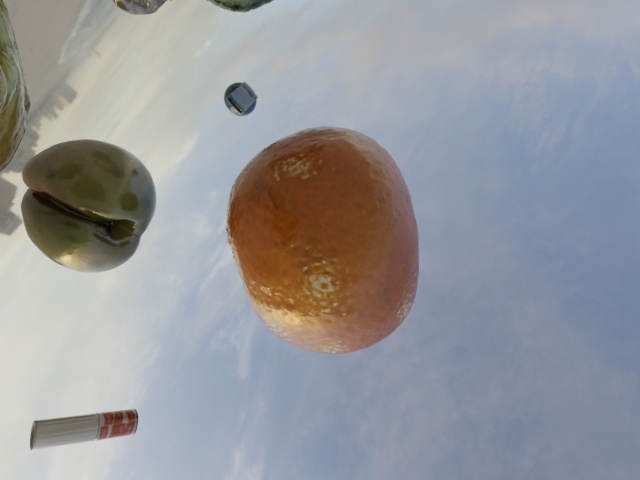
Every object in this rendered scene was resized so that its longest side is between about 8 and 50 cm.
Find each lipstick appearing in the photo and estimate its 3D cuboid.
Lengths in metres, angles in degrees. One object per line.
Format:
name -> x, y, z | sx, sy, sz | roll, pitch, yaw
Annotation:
lipstick -> -0.336, 0.270, 0.589 | 0.038, 0.131, 0.038 | -15, -110, 47

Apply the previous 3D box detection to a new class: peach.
peach -> -0.510, -0.080, 0.909 | 0.292, 0.248, 0.291 | 1, -89, 40

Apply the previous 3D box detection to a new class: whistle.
whistle -> -0.208, -0.349, 1.031 | 0.090, 0.090, 0.157 | -23, -152, 30

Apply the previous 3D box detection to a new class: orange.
orange -> 0.000, 0.000, 0.763 | 0.327, 0.423, 0.423 | -9, -137, -1

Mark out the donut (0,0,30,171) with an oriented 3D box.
donut -> -0.458, -0.163, 0.330 | 0.170, 0.361, 0.360 | -50, -155, 48

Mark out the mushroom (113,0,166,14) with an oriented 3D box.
mushroom -> -0.391, -0.624, 0.804 | 0.315, 0.314, 0.335 | -25, -104, 28

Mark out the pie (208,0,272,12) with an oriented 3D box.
pie -> -0.150, -0.551, 0.681 | 0.071, 0.323, 0.323 | 3, -120, 47
